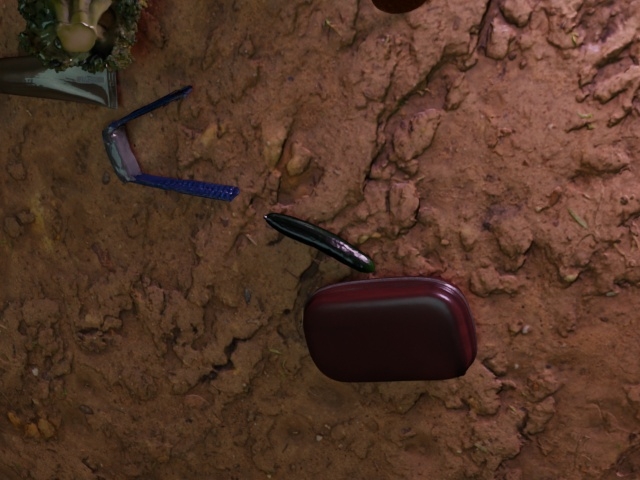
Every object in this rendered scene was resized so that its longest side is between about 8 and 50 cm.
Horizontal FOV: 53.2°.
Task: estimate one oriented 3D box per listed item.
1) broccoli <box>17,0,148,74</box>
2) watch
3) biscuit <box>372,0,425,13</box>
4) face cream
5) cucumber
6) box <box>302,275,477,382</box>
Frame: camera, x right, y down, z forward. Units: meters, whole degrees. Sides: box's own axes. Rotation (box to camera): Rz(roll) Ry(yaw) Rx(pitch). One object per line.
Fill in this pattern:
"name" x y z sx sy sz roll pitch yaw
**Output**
"broccoli" -0.491 -0.475 1.338 0.260 0.235 0.288 47 128 23
"watch" -0.361 -0.192 1.513 0.274 0.068 0.277 -16 107 21
"biscuit" 0.132 -0.475 1.153 0.124 0.175 0.026 -28 58 34
"face cream" -0.641 -0.388 1.516 0.340 0.084 0.138 4 106 11
"cucumber" 0.000 0.000 1.471 0.284 0.056 0.056 26 120 4
"box" 0.154 0.208 1.475 0.403 0.108 0.263 -6 112 23
